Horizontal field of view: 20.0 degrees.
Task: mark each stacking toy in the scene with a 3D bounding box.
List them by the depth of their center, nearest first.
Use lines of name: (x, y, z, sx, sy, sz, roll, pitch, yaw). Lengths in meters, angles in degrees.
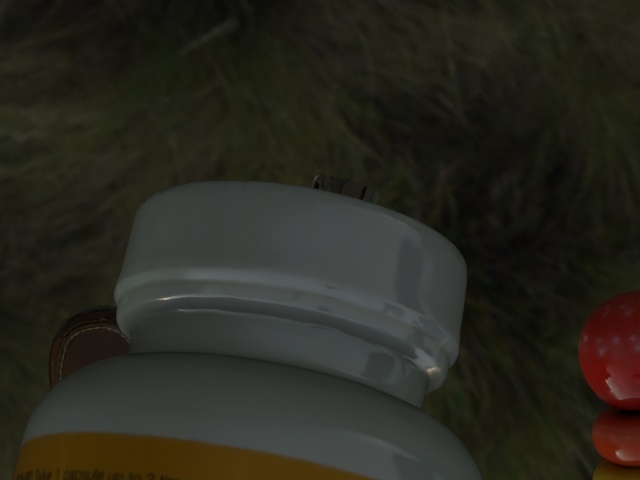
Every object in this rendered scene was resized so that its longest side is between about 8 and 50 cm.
stacking toy: (0.249, 0.199, 1.327, 0.141, 0.141, 0.330, -15, 100, -14)

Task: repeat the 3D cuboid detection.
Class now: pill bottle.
pill bottle: (-0.023, 0.097, 0.434, 0.117, 0.208, 0.117, 10, 161, 3)

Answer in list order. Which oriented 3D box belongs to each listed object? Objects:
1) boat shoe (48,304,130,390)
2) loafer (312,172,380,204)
boat shoe: (-0.116, 0.191, 1.276, 0.110, 0.104, 0.307, -21, 88, 2)
loafer: (0.000, 0.000, 0.994, 0.039, 0.125, 0.045, 27, 119, 0)
